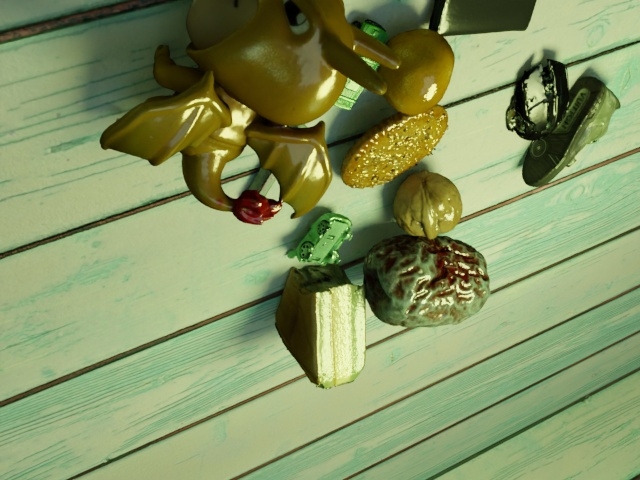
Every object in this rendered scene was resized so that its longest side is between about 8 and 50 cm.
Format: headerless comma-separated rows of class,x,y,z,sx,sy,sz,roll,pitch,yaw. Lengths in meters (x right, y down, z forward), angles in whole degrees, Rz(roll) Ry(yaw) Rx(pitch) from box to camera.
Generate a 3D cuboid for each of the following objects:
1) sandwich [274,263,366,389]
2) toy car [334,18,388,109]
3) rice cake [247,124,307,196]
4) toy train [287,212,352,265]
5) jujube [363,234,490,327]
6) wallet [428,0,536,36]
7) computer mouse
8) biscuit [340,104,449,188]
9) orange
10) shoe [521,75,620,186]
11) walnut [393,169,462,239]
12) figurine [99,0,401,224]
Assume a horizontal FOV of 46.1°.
sandwich,0.020,0.184,1.718,0.155,0.227,0.198,-8,136,-33
toy car,0.060,-0.312,1.343,0.071,0.062,0.165,10,124,-43
rice cake,-0.090,-0.143,1.437,0.033,0.033,0.208,-1,133,-50
toy train,0.000,0.000,1.634,0.099,0.081,0.149,9,119,-43
jujube,0.248,0.093,1.762,0.316,0.226,0.226,-2,132,-31
wallet,0.317,-0.457,1.407,0.250,0.044,0.149,-13,134,-27
computer mouse,0.499,-0.304,1.688,0.146,0.078,0.242,-30,143,-11
biscuit,0.152,-0.185,1.528,0.253,0.035,0.254,-26,159,-11
orange,0.170,-0.310,1.371,0.136,0.159,0.159,20,129,2
shoe,0.615,-0.244,1.812,0.149,0.109,0.293,9,120,-37
walnut,0.238,-0.080,1.679,0.166,0.149,0.167,0,145,0
figurine,-0.095,-0.219,1.159,0.387,0.268,0.400,-38,135,27
